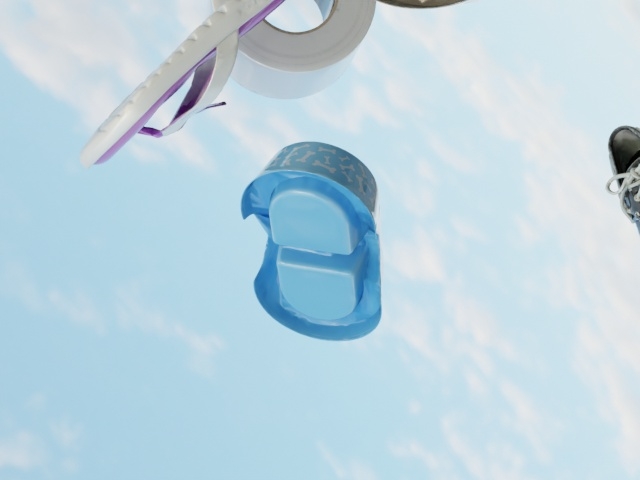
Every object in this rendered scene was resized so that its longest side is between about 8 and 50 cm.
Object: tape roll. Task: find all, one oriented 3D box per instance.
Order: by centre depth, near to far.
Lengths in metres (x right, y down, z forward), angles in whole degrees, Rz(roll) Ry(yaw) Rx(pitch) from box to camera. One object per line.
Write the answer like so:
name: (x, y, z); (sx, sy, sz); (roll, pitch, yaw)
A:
tape roll: (-0.047, -0.348, 2.147); (0.246, 0.246, 0.169); (53, 170, 3)

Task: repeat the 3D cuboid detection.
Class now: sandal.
sandal: (-0.156, -0.227, 1.945); (0.102, 0.416, 0.169); (46, -179, -8)

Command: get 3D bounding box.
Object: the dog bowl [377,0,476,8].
dog bowl: (0.153, -0.451, 1.784); (0.348, 0.349, 0.102); (58, -163, 14)

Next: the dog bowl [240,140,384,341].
dog bowl: (0.000, 0.000, 1.748); (0.297, 0.166, 0.074); (83, -159, -46)

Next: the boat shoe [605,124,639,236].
boat shoe: (0.472, -0.076, 2.039); (0.105, 0.113, 0.306); (39, -153, -21)
